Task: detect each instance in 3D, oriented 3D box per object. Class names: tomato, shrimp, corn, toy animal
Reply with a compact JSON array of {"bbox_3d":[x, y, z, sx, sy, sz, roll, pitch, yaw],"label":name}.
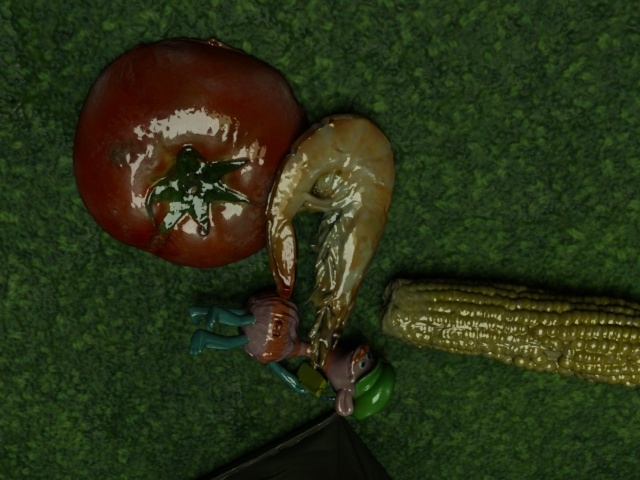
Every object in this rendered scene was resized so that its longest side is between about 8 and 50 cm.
[{"bbox_3d":[-0.114,-0.066,0.922,0.224,0.085,0.225,-1,115,-1],"label":"tomato"},{"bbox_3d":[0.003,0.001,0.926,0.133,0.053,0.236,2,104,-46],"label":"shrimp"},{"bbox_3d":[0.200,0.085,0.989,0.288,0.086,0.087,8,117,-2],"label":"corn"},{"bbox_3d":[-0.032,0.111,1.009,0.208,0.100,0.103,22,138,-19],"label":"toy animal"}]

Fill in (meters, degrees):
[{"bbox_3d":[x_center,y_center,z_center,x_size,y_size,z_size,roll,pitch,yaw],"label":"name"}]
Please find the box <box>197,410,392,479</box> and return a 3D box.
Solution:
[{"bbox_3d":[-0.041,0.313,1.072,0.231,0.149,0.155,-28,114,14],"label":"box"}]
